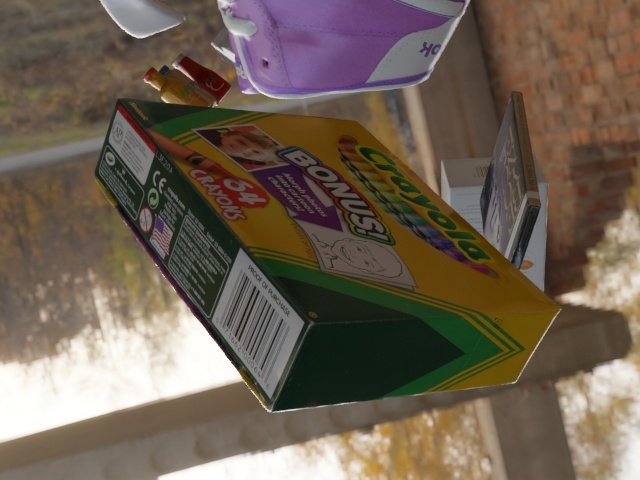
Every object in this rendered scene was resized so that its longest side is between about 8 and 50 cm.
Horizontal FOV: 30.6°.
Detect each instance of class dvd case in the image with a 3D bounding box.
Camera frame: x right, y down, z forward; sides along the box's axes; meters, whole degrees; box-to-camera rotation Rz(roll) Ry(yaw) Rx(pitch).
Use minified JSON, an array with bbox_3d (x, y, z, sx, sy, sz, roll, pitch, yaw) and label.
[{"bbox_3d":[0.212,-0.043,1.332,0.018,0.164,0.221,8,-141,-4],"label":"dvd case"}]

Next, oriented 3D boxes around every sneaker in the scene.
[{"bbox_3d":[-0.060,-0.160,0.604,0.282,0.161,0.102,22,-151,7],"label":"sneaker"}]

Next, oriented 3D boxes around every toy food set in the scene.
[{"bbox_3d":[-0.172,-0.282,1.810,0.232,0.104,0.111,-54,-176,-23],"label":"toy food set"}]

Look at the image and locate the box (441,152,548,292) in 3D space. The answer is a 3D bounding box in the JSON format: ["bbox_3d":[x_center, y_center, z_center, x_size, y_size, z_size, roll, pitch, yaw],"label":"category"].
[{"bbox_3d":[0.230,-0.019,1.563,0.130,0.170,0.091,-3,-150,0],"label":"box"}]

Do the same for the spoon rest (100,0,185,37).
[{"bbox_3d":[-0.176,-0.322,1.022,0.137,0.276,0.084,-15,169,30],"label":"spoon rest"}]

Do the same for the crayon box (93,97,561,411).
[{"bbox_3d":[0.000,0.000,1.143,0.313,0.106,0.363,-1,-144,-40],"label":"crayon box"}]
